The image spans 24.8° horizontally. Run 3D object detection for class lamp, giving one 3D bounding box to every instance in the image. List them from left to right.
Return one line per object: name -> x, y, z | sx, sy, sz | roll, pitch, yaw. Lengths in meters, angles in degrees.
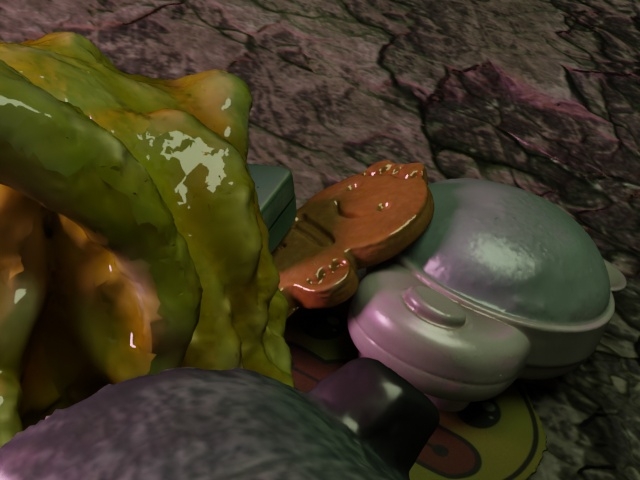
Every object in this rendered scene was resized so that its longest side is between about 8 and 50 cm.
lamp -> 0.112, 0.026, 1.016 | 0.180, 0.108, 0.246 | 25, 31, 20

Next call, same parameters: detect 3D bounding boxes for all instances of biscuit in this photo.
biscuit -> -0.001, 0.002, 0.990 | 0.184, 0.027, 0.133 | -25, 28, -2

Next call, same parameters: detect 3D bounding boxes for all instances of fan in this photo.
fan -> 0.026, 0.113, 0.943 | 0.230, 0.011, 0.335 | 27, 33, 14

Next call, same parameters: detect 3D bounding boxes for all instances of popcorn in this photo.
popcorn -> -0.143, 0.021, 0.708 | 0.290, 0.325, 0.321 | -17, 52, -24

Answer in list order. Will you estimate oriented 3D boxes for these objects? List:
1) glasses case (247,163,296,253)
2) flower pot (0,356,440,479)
glasses case -> -0.114, -0.025, 0.994 | 0.184, 0.039, 0.078 | 6, 30, 18
flower pot -> 0.006, 0.217, 0.541 | 0.299, 0.299, 0.283 | -7, 32, -35
